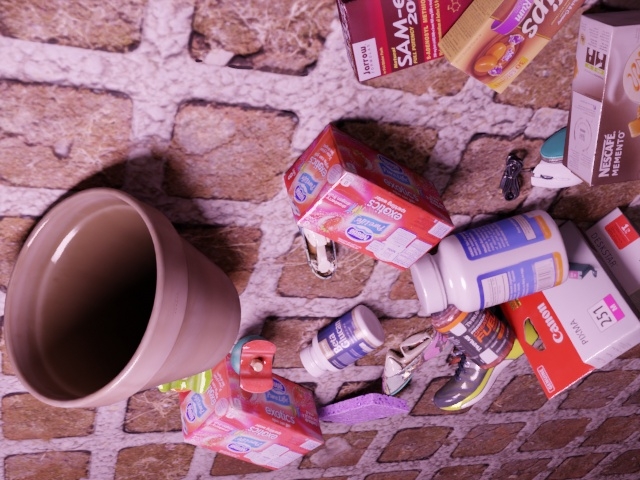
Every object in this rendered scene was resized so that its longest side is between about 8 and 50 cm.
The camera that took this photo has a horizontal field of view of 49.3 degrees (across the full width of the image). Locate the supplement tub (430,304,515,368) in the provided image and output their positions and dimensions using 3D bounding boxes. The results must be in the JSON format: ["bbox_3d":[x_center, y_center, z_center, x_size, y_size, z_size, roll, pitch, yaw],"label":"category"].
[{"bbox_3d":[0.303,0.172,1.455,0.198,0.106,0.106,41,117,-11],"label":"supplement tub"}]

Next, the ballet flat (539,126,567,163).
[{"bbox_3d":[0.479,-0.181,1.204,0.203,0.074,0.074,-33,136,14],"label":"ballet flat"}]

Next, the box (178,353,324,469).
[{"bbox_3d":[-0.151,0.386,1.544,0.154,0.142,0.300,-37,134,21],"label":"box"}]

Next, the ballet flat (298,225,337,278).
[{"bbox_3d":[0.000,0.000,1.240,0.070,0.070,0.188,-16,138,-1],"label":"ballet flat"}]

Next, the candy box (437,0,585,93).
[{"bbox_3d":[0.257,-0.294,0.910,0.109,0.053,0.187,19,127,-36],"label":"candy box"}]

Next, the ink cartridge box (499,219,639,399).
[{"bbox_3d":[0.474,0.134,1.383,0.060,0.275,0.239,26,122,-38],"label":"ink cartridge box"}]

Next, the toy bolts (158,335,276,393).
[{"bbox_3d":[-0.199,0.197,1.372,0.228,0.158,0.218,10,92,-14],"label":"toy bolts"}]

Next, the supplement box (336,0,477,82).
[{"bbox_3d":[0.147,-0.316,0.942,0.239,0.073,0.130,-18,139,1],"label":"supplement box"}]

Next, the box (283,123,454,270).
[{"bbox_3d":[0.081,-0.065,1.152,0.256,0.123,0.128,23,125,-36],"label":"box"}]

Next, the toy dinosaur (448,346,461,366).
[{"bbox_3d":[0.349,0.274,1.653,0.082,0.090,0.047,16,154,9],"label":"toy dinosaur"}]

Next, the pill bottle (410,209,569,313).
[{"bbox_3d":[0.315,0.049,1.332,0.271,0.152,0.152,-16,138,0],"label":"pill bottle"}]

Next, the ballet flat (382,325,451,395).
[{"bbox_3d":[0.201,0.266,1.596,0.079,0.077,0.221,37,113,-22],"label":"ballet flat"}]

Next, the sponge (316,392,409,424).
[{"bbox_3d":[0.099,0.409,1.682,0.117,0.031,0.210,20,148,-34],"label":"sponge"}]

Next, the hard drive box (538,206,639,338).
[{"bbox_3d":[0.571,0.078,1.428,0.089,0.181,0.232,28,121,-38],"label":"hard drive box"}]

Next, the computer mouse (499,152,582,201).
[{"bbox_3d":[0.421,-0.122,1.265,0.192,0.042,0.106,-10,137,-8],"label":"computer mouse"}]

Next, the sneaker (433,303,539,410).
[{"bbox_3d":[0.353,0.256,1.579,0.121,0.111,0.300,41,93,-11],"label":"sneaker"}]

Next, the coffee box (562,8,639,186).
[{"bbox_3d":[0.471,-0.221,1.080,0.141,0.098,0.247,-7,118,-9],"label":"coffee box"}]

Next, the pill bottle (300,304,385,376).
[{"bbox_3d":[0.043,0.216,1.463,0.169,0.094,0.094,-36,135,19],"label":"pill bottle"}]

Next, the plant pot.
[{"bbox_3d":[-0.280,0.106,1.113,0.323,0.323,0.280,-35,151,19],"label":"plant pot"}]
